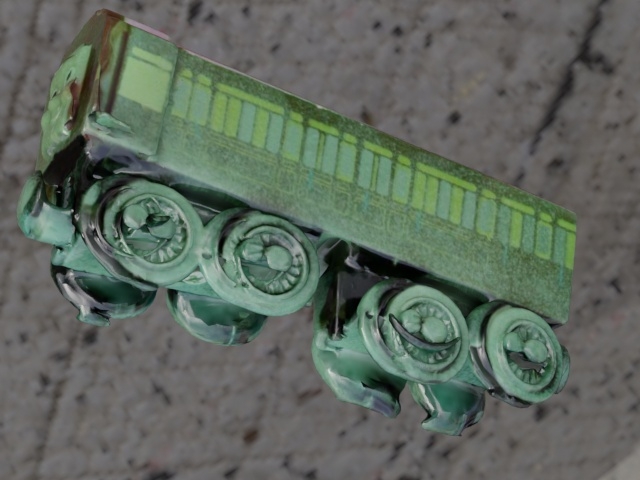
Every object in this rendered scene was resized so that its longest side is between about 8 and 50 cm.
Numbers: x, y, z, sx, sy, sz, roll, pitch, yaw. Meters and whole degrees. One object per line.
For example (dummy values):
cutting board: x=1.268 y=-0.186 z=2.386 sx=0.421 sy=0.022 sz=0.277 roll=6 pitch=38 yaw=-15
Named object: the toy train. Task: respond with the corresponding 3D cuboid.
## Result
toy train: x=0.000 y=0.000 z=0.415 sx=0.148 sy=0.071 sz=0.038 roll=21 pitch=143 yaw=-23
